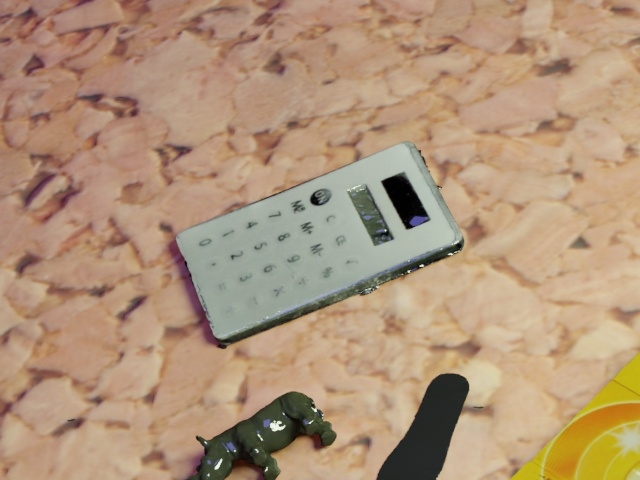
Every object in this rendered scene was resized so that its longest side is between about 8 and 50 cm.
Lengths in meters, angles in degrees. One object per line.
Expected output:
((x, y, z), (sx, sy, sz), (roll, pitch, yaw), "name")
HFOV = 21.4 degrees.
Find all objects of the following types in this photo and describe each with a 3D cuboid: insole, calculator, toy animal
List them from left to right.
((-0.059, 0.179, 1.483), (0.136, 0.047, 0.065), (-31, 42, -9), "toy animal")
((0.000, 0.000, 1.642), (0.262, 0.021, 0.161), (-23, 46, -3), "calculator")
((0.088, 0.175, 1.467), (0.053, 0.002, 0.152), (9, 53, 25), "insole")

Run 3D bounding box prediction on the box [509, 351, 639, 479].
((0.269, 0.182, 1.372), (0.269, 0.043, 0.152), (-41, 49, -20), "box")
